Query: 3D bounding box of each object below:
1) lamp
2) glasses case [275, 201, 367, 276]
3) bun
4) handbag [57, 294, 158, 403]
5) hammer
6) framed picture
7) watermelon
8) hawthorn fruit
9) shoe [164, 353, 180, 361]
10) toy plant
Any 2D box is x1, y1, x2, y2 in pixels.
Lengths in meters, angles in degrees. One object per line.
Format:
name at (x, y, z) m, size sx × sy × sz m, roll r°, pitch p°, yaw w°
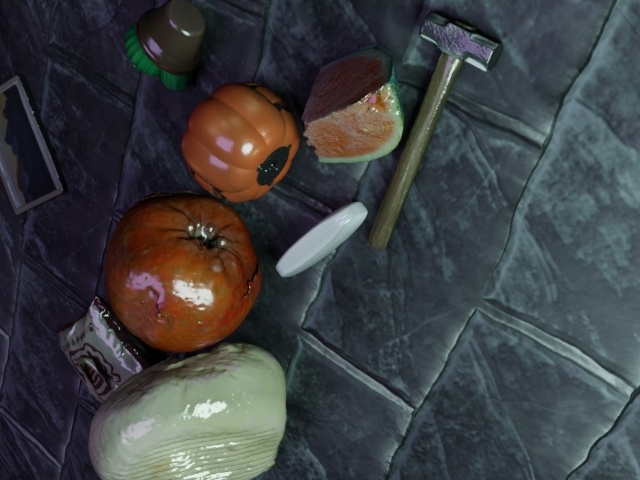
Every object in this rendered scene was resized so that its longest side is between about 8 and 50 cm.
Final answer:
lamp at (-0.131, -0.159, 1.173) m, size 0.164 × 0.187 × 0.188 m, roll 39°, pitch 123°, yaw 20°
glasses case at (0.000, 0.000, 1.201) m, size 0.193 × 0.074 × 0.049 m, roll -39°, pitch 82°, yaw 36°
bun at (-0.222, 0.309, 1.314) m, size 0.361 × 0.361 × 0.213 m, roll -53°, pitch 42°, yaw 33°
handbag at (-0.437, 0.239, 1.544) m, size 0.213 × 0.127 × 0.235 m, roll -32°, pitch 98°, yaw 38°
hammer at (0.144, -0.141, 1.087) m, size 0.111 × 0.043 × 0.366 m, roll 32°, pitch 122°, yaw 20°
framed picture at (-0.651, -0.204, 1.612) m, size 0.192 × 0.018 × 0.266 m, roll -18°, pitch 94°, yaw 35°
watermelon at (0.062, -0.211, 1.078) m, size 0.231 × 0.128 × 0.146 m, roll -11°, pitch 60°, yaw 49°
hawthorn fruit at (-0.243, 0.078, 1.292) m, size 0.276 × 0.276 × 0.307 m, roll 42°, pitch 138°, yaw 16°
shoe at (-0.260, 0.312, 1.476) m, size 0.092 × 0.089 × 0.180 m, roll 7°, pitch 111°, yaw 20°
toy plant at (-0.262, -0.324, 1.265) m, size 0.143 × 0.105 × 0.200 m, roll 51°, pitch 145°, yaw -7°
